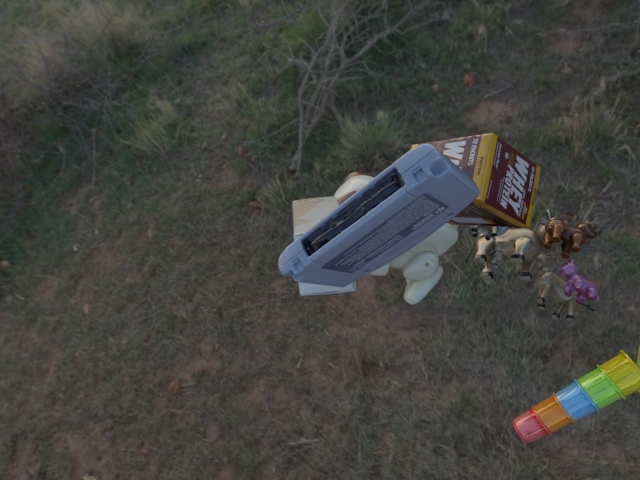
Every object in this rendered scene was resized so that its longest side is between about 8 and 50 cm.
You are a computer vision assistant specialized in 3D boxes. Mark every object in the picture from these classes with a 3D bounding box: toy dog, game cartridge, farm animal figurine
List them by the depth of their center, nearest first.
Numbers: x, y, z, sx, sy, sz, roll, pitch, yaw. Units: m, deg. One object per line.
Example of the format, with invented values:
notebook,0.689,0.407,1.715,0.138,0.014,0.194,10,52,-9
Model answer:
game cartridge,0.097,-0.022,0.702,0.297,0.198,0.062,-37,66,25
farm animal figurine,0.554,0.032,1.146,0.326,0.330,0.172,12,52,30
toy dog,0.215,-0.039,1.390,0.395,0.407,0.285,-46,27,33

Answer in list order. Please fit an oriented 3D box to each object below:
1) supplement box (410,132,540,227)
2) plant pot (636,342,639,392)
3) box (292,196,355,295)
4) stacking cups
supplement box,0.308,-0.115,0.911,0.194,0.191,0.129,6,80,53
plant pot,0.923,0.295,1.026,0.207,0.227,0.228,1,101,-11
box,0.000,0.000,1.044,0.121,0.148,0.311,-6,17,-2
stacking cups,0.616,0.384,1.069,0.316,0.096,0.096,-37,53,17
